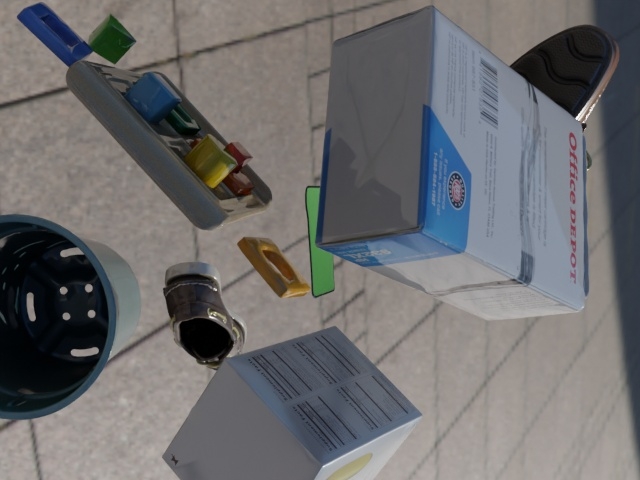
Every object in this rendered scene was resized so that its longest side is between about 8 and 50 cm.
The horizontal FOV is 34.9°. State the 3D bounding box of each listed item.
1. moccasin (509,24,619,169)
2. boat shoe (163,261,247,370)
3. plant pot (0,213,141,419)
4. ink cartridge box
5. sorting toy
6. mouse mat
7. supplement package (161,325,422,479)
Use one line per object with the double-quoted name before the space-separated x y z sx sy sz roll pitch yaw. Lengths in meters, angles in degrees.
"moccasin" 0.282 -0.122 1.398 0.147 0.139 0.380 -3 126 -50
"boat shoe" -0.187 0.152 1.678 0.324 0.117 0.096 82 2 -59
"plant pot" -0.490 0.123 1.839 0.334 0.341 0.341 -16 111 -85
"ink cartridge box" 0.146 -0.062 1.042 0.307 0.129 0.223 24 63 -45
"sorting toy" -0.116 -0.093 0.903 0.047 0.347 0.196 -43 179 13
"mouse mat" 0.000 0.000 1.748 0.152 0.007 0.189 -8 94 -75
"supplement package" -0.036 0.275 1.429 0.263 0.198 0.199 -10 139 -55
